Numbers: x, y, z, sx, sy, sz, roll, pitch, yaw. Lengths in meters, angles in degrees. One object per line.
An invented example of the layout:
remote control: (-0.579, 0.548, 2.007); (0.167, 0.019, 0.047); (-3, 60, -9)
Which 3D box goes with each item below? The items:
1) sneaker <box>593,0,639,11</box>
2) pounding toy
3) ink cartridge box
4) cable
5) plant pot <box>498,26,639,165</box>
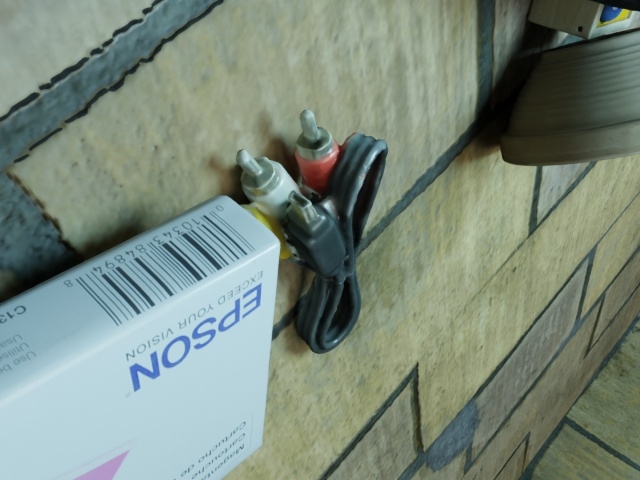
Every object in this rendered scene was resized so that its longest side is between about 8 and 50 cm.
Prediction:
sneaker: (0.231, -0.266, 0.532); (0.319, 0.112, 0.131); (4, 108, -37)
pounding toy: (0.308, -0.285, 0.690); (0.141, 0.100, 0.130); (-26, 136, -41)
ink cartridge box: (-0.170, 0.171, 0.425); (0.324, 0.071, 0.330); (-32, 145, -34)
cable: (0.000, 0.000, 0.571); (0.139, 0.072, 0.287); (-47, 157, -14)
plant pot: (0.304, -0.161, 0.714); (0.237, 0.237, 0.109); (-26, 107, -40)
